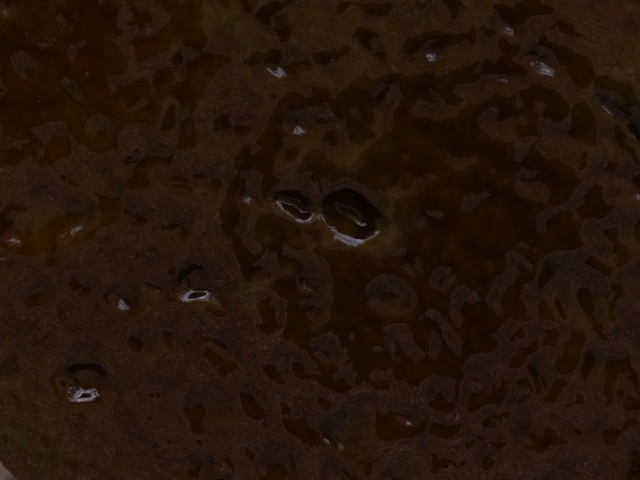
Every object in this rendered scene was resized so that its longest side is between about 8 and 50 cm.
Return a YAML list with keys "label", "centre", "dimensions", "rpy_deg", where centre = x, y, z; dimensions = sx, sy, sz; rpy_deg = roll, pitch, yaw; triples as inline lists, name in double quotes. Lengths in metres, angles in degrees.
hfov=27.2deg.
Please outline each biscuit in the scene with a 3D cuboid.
- label: "biscuit"
  centre: [0.001, -0.003, 0.548]
  dimensions: [0.350, 0.394, 0.070]
  rpy_deg: [-31, 16, 12]
